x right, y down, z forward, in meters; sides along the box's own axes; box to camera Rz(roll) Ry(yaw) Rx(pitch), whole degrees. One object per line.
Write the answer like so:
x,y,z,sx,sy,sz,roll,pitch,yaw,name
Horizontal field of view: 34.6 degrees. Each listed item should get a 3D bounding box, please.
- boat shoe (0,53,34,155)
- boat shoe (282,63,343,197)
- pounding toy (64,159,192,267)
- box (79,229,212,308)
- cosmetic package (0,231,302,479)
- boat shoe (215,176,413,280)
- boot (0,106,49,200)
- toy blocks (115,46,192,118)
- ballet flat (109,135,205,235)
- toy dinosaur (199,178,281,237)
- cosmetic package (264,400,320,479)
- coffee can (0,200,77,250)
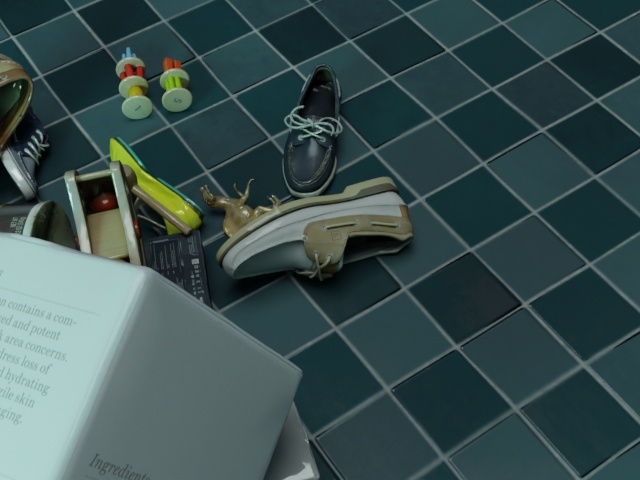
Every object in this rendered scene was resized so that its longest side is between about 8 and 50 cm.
-0.561,-0.149,1.592,0.116,0.123,0.324,23,80,40,boat shoe
-0.008,-0.182,1.671,0.095,0.079,0.255,9,53,9,boat shoe
-0.264,-0.029,1.438,0.154,0.154,0.270,-13,53,-6,pounding toy
-0.246,0.103,1.471,0.183,0.059,0.233,-10,53,-5,box
-0.283,0.234,1.088,0.329,0.327,0.394,12,72,33,cosmetic package
0.000,0.000,1.499,0.302,0.113,0.103,-21,69,-19,boat shoe
-0.478,-0.149,1.671,0.086,0.069,0.190,-28,55,-12,boot
-0.291,-0.285,1.781,0.123,0.054,0.148,-12,52,-6,toy blocks
-0.279,-0.079,1.611,0.077,0.077,0.231,-45,63,-9,ballet flat
-0.103,-0.033,1.588,0.183,0.053,0.092,41,81,15,toy dinosaur
-0.126,0.296,1.289,0.237,0.107,0.127,-12,53,-10,cosmetic package
-0.499,0.050,1.423,0.275,0.202,0.202,-3,52,5,coffee can
